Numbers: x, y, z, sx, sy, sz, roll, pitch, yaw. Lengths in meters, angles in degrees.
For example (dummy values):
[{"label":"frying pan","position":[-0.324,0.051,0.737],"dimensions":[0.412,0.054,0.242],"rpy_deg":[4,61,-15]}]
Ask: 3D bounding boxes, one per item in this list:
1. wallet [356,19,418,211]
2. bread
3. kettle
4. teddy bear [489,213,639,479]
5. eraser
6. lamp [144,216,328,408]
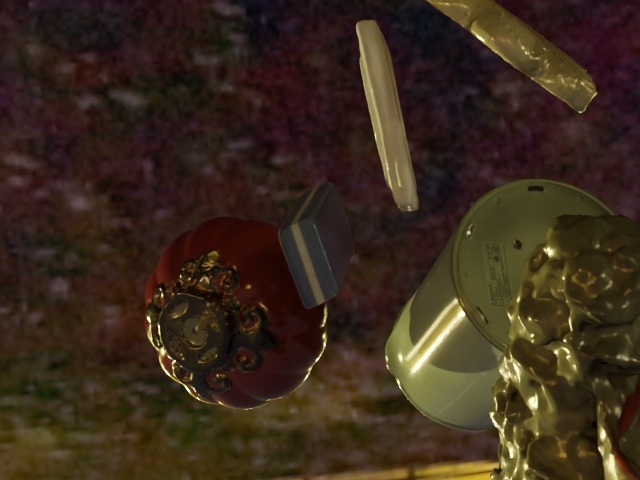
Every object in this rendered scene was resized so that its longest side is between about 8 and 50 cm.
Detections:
[{"label":"wallet","position":[0.063,-0.116,1.269],"dimensions":[0.032,0.183,0.124],"rpy_deg":[-11,-179,5]},{"label":"bread","position":[0.166,-0.199,1.247],"dimensions":[0.182,0.039,0.251],"rpy_deg":[34,-167,-13]},{"label":"kettle","position":[0.228,0.072,1.483],"dimensions":[0.265,0.205,0.318],"rpy_deg":[-33,167,-21]},{"label":"teddy bear","position":[0.292,0.164,0.905],"dimensions":[0.368,0.357,0.224],"rpy_deg":[-2,149,-35]},{"label":"eraser","position":[0.000,0.000,1.327],"dimensions":[0.036,0.082,0.225],"rpy_deg":[-19,-170,10]},{"label":"lamp","position":[-0.095,0.083,1.553],"dimensions":[0.227,0.227,0.227],"rpy_deg":[-8,166,-2]}]
